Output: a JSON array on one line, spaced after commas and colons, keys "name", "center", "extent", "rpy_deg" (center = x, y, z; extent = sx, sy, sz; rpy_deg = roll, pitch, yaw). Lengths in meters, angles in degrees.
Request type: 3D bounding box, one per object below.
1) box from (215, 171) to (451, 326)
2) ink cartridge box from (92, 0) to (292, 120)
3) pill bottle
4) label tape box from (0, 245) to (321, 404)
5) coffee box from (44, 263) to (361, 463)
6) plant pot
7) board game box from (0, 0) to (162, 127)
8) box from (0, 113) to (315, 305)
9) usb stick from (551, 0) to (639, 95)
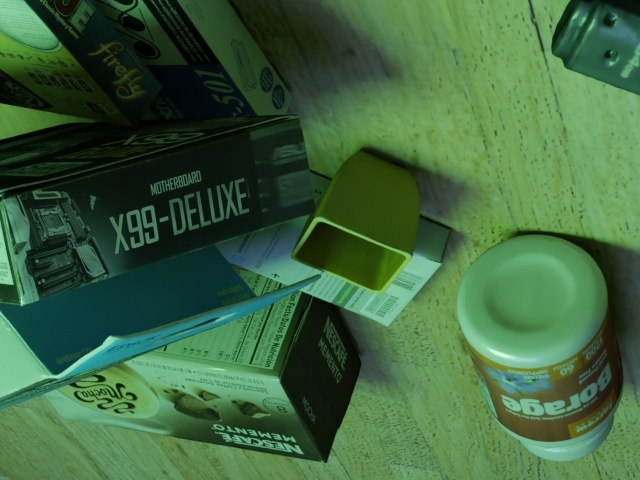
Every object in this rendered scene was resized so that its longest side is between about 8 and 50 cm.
[{"name": "box", "center": [0.000, 0.000, 1.425], "extent": [0.186, 0.038, 0.145], "rpy_deg": [21, 151, -6]}, {"name": "ink cartridge box", "center": [-0.109, -0.152, 1.214], "extent": [0.097, 0.046, 0.207], "rpy_deg": [3, 149, 30]}, {"name": "pill bottle", "center": [0.190, 0.099, 1.398], "extent": [0.121, 0.121, 0.216], "rpy_deg": [7, 150, 21]}, {"name": "label tape box", "center": [-0.211, 0.060, 1.347], "extent": [0.348, 0.249, 0.115], "rpy_deg": [-25, 86, 38]}, {"name": "coffee box", "center": [-0.131, 0.105, 1.602], "extent": [0.297, 0.118, 0.168], "rpy_deg": [7, 148, 21]}, {"name": "plant pot", "center": [0.035, -0.020, 1.319], "extent": [0.082, 0.083, 0.081], "rpy_deg": [23, 152, -6]}, {"name": "board game box", "center": [-0.252, -0.162, 1.232], "extent": [0.243, 0.042, 0.165], "rpy_deg": [12, 153, 39]}, {"name": "box", "center": [-0.193, -0.028, 1.197], "extent": [0.307, 0.242, 0.076], "rpy_deg": [3, 107, 51]}, {"name": "usb stick", "center": [0.287, -0.096, 1.076], "extent": [0.278, 0.045, 0.077], "rpy_deg": [20, 153, -2]}]
